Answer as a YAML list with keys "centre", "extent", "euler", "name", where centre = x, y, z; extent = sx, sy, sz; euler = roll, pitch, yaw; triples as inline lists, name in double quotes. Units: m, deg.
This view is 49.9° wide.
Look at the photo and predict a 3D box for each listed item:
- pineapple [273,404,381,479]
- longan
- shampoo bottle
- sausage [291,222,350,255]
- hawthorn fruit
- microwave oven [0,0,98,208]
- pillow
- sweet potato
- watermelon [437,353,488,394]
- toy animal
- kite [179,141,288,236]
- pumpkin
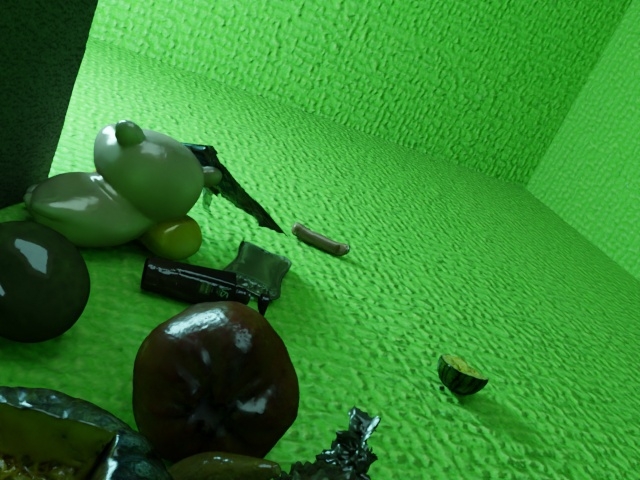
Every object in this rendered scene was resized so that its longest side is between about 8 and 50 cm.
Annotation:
- centre: [0.009, 0.329, 0.840]
  extent: [0.175, 0.175, 0.361]
  euler: [28, 9, 7]
  name: "pineapple"
- centre: [-0.418, 0.057, 0.957]
  extent: [0.185, 0.159, 0.204]
  euler: [46, 9, 21]
  name: "longan"
- centre: [-0.208, 0.089, 1.260]
  extent: [0.236, 0.068, 0.067]
  euler: [15, 23, -19]
  name: "shampoo bottle"
- centre: [0.000, 0.000, 1.722]
  extent: [0.157, 0.042, 0.036]
  euler: [23, 62, -2]
  name: "sausage"
- centre: [-0.140, 0.180, 0.927]
  extent: [0.224, 0.224, 0.261]
  euler: [19, 9, -14]
  name: "hawthorn fruit"
- centre: [-0.610, -0.286, 1.187]
  extent: [0.236, 0.432, 0.374]
  euler: [28, 22, 7]
  name: "microwave oven"
- centre: [-0.130, 0.061, 1.448]
  extent: [0.130, 0.033, 0.217]
  euler: [24, 21, -1]
  name: "pillow"
- centre: [-0.141, 0.276, 0.789]
  extent: [0.202, 0.055, 0.058]
  euler: [-18, 8, 8]
  name: "sweet potato"
- centre: [0.275, 0.270, 1.359]
  extent: [0.105, 0.062, 0.105]
  euler: [25, 9, -4]
  name: "watermelon"
- centre: [-0.377, -0.126, 1.320]
  extent: [0.345, 0.247, 0.277]
  euler: [9, 26, -35]
  name: "toy animal"
- centre: [-0.239, -0.122, 1.475]
  extent: [0.406, 0.014, 0.368]
  euler: [33, -20, 0]
  name: "kite"
- centre: [-0.270, 0.264, 0.603]
  extent: [0.320, 0.192, 0.320]
  euler: [22, 19, -8]
  name: "pumpkin"
